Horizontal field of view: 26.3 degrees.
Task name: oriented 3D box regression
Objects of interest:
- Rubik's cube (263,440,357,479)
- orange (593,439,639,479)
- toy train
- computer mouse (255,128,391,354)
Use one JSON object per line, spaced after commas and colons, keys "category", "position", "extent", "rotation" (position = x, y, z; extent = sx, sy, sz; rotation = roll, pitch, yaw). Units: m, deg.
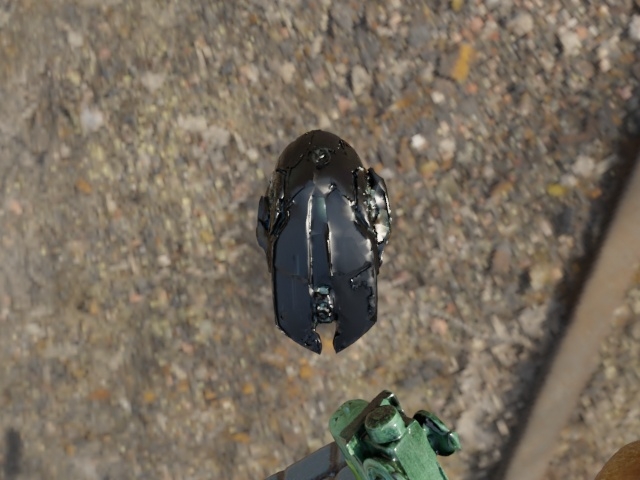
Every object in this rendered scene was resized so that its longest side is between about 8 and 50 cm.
{"category": "Rubik's cube", "position": [0.034, 0.472, 1.621], "extent": [0.344, 0.337, 0.344], "rotation": [-32, 106, 11]}
{"category": "orange", "position": [0.416, 0.299, 1.476], "extent": [0.249, 0.249, 0.183], "rotation": [-27, 102, 6]}
{"category": "toy train", "position": [0.071, 0.213, 1.158], "extent": [0.083, 0.132, 0.200], "rotation": [-39, 119, -26]}
{"category": "computer mouse", "position": [0.000, 0.000, 1.446], "extent": [0.146, 0.077, 0.242], "rotation": [-5, 89, 9]}
